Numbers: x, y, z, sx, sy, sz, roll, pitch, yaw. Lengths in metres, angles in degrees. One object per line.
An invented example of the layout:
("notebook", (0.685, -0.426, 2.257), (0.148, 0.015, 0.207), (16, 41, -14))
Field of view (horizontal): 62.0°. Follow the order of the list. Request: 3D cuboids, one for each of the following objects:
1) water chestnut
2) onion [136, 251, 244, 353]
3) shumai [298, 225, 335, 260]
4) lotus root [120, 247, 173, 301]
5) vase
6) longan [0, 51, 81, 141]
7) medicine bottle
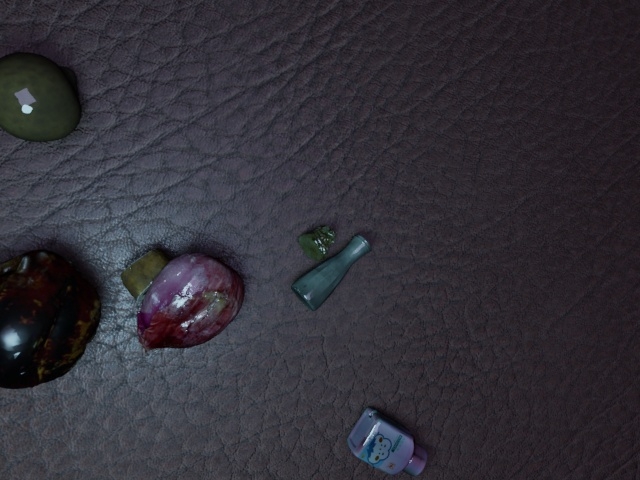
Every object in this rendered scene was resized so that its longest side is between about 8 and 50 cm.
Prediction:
("water chestnut", (-0.599, 0.160, 1.074), (0.289, 0.289, 0.244), (-40, 69, -9))
("onion", (-0.288, 0.169, 1.177), (0.283, 0.120, 0.227), (-49, 138, 6))
("shumai", (0.000, 0.000, 1.312), (0.080, 0.083, 0.082), (-35, 134, -40))
("lotus root", (-0.378, 0.075, 1.186), (0.122, 0.112, 0.081), (-38, 91, -8))
("vase", (0.032, 0.073, 1.311), (0.214, 0.086, 0.086), (-42, 103, -13))
("longan", (-0.579, -0.297, 1.093), (0.184, 0.159, 0.204), (52, 42, -27))
("medicine bottle", (0.178, 0.527, 1.369), (0.188, 0.094, 0.119), (33, 87, -14))
